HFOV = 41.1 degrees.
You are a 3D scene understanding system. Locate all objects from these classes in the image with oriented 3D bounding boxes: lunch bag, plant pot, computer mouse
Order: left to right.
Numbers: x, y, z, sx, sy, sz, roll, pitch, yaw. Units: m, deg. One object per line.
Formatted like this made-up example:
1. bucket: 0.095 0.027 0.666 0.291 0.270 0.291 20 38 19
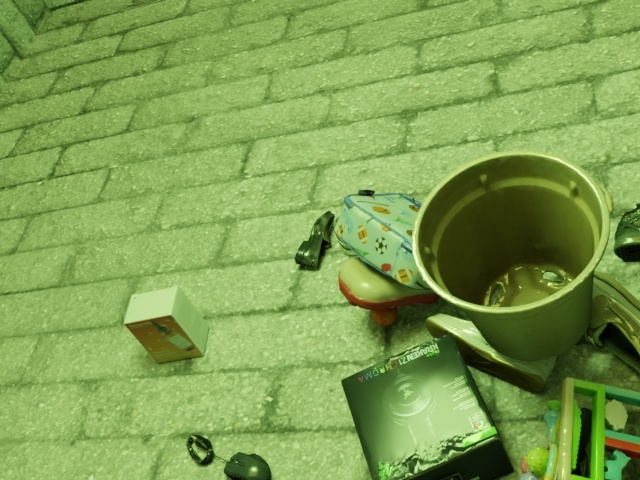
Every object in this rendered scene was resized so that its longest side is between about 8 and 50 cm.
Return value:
1. computer mouse: -0.201 0.458 1.800 0.242 0.041 0.071 12 57 36
2. lunch bag: 0.190 -0.009 1.845 0.243 0.115 0.303 -3 32 -37
3. plant pot: 0.369 0.058 1.557 0.334 0.305 0.334 -12 53 17

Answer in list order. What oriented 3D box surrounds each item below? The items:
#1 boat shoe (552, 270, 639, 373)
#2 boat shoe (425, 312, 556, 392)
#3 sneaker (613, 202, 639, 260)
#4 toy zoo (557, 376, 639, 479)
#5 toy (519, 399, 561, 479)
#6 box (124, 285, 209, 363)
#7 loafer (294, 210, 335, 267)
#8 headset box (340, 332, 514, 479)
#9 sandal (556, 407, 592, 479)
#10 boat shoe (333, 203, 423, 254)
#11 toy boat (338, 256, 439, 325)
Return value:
1. boat shoe: 0.558 0.153 1.648 0.103 0.113 0.302 -37 44 -18
2. boat shoe: 0.345 0.207 1.725 0.277 0.098 0.096 26 64 32
3. sneaker: 0.726 -0.032 1.759 0.227 0.087 0.130 -6 53 30
4. toy zoo: 0.548 0.350 1.429 0.293 0.030 0.192 13 56 3
5. toy: 0.384 0.386 1.491 0.056 0.137 0.237 19 56 13
6. box: -0.365 0.203 2.036 0.130 0.170 0.091 -12 45 18
7. loafer: 0.000 0.000 2.136 0.061 0.062 0.170 23 63 15
8. headset box: 0.200 0.358 1.622 0.246 0.131 0.283 -24 43 6
9. sandal: 0.442 0.408 1.484 0.054 0.097 0.254 25 61 11
10. boat shoe: 0.180 -0.040 2.046 0.305 0.091 0.109 -11 45 18
11. toy boat: 0.150 0.120 1.875 0.231 0.151 0.151 -6 32 -23
